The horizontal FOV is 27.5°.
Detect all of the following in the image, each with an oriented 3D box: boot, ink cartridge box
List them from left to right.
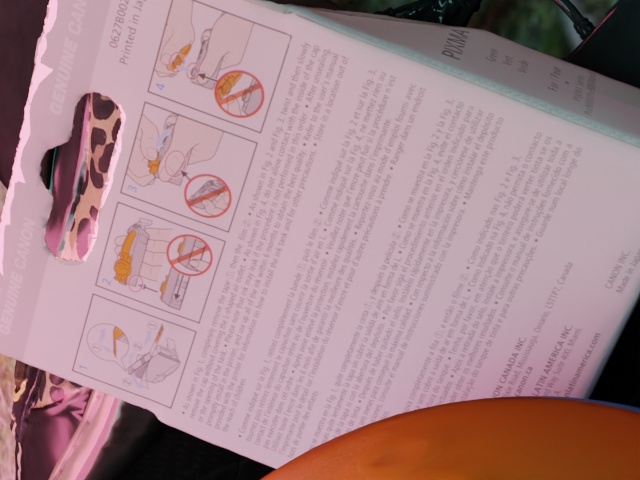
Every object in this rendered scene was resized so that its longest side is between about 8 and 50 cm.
[{"bbox_3d":[-0.123,-0.010,0.658,0.284,0.138,0.377,47,136,37],"label":"boot"},{"bbox_3d":[0.000,0.000,0.483,0.225,0.056,0.181,22,119,4],"label":"ink cartridge box"}]

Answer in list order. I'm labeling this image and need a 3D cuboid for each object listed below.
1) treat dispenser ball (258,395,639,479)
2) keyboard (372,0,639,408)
[{"bbox_3d":[0.063,0.188,0.371,0.288,0.288,0.288,7,101,44],"label":"treat dispenser ball"},{"bbox_3d":[0.118,-0.061,0.487,0.201,0.033,0.317,55,128,15],"label":"keyboard"}]
